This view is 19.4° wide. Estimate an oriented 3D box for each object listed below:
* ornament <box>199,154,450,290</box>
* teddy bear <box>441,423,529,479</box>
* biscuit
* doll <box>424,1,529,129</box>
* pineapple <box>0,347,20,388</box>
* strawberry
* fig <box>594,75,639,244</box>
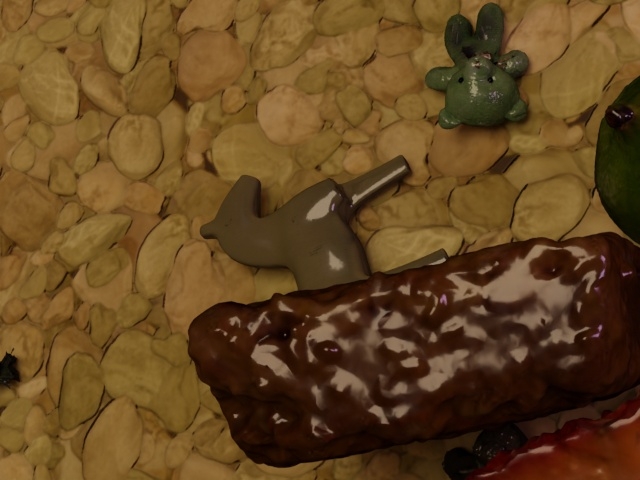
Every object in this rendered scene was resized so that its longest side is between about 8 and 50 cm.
[{"bbox_3d":[0.000,0.000,2.008,0.244,0.061,0.230,-28,63,11],"label":"ornament"},{"bbox_3d":[0.150,0.253,1.847,0.160,0.078,0.119,-42,36,-12],"label":"teddy bear"},{"bbox_3d":[0.115,0.102,1.743,0.395,0.342,0.166,-13,87,16],"label":"biscuit"},{"bbox_3d":[0.164,-0.188,1.997,0.115,0.077,0.150,-11,56,10],"label":"doll"},{"bbox_3d":[-0.399,0.166,2.155,0.124,0.058,0.058,-23,63,1],"label":"pineapple"},{"bbox_3d":[0.265,0.265,1.698,0.265,0.149,0.336,40,114,9],"label":"strawberry"},{"bbox_3d":[0.347,-0.096,1.777,0.203,0.235,0.203,-11,62,22],"label":"fig"}]
